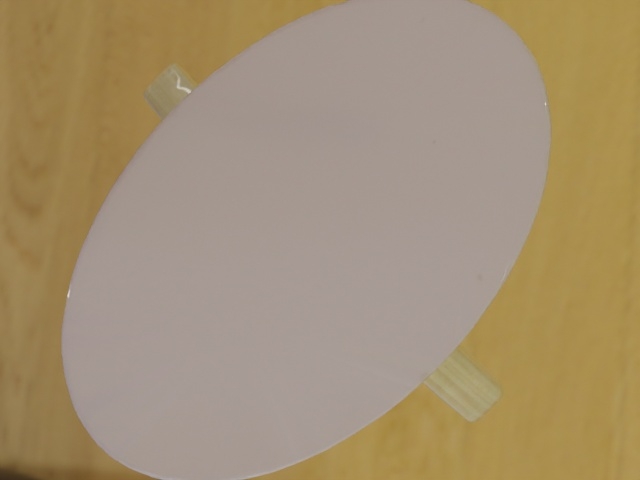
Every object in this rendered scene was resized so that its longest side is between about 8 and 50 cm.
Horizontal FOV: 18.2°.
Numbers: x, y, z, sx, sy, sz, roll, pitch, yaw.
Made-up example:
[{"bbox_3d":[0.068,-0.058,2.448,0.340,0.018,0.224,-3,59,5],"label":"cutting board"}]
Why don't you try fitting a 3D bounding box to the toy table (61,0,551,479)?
[{"bbox_3d":[0.000,0.000,1.011,0.274,0.161,0.252,-34,88,5],"label":"toy table"}]
